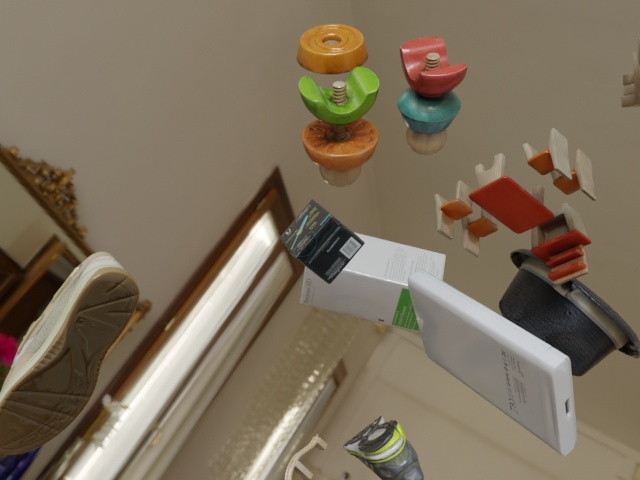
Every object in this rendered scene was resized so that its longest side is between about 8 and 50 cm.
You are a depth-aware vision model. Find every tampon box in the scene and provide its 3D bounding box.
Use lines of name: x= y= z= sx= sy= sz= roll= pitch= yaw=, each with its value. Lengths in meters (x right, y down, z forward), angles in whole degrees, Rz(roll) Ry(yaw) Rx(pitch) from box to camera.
tampon box: x=0.000 y=0.000 z=1.564 sx=0.101 sy=0.120 sz=0.161 roll=40 pitch=2 yaw=-22

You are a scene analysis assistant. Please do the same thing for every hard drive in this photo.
hard drive: x=0.309 y=0.215 z=1.321 sx=0.353 sy=0.047 sz=0.233 roll=33 pitch=-31 yaw=48

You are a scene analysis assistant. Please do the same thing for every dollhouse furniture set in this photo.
dollhouse furniture set: x=0.378 y=-0.038 z=1.299 sx=0.259 sy=0.135 sz=0.262 roll=30 pitch=-42 yaw=-31

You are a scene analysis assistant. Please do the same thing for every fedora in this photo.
fedora: x=0.501 y=0.172 z=1.529 sx=0.334 sy=0.152 sz=0.334 roll=43 pitch=0 yaw=0

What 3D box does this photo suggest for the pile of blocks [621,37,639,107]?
pile of blocks: x=0.588 y=-0.294 z=1.182 sx=0.149 sy=0.112 sz=0.362 roll=-3 pitch=5 yaw=18

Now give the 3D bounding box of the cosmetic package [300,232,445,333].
cosmetic package: x=0.141 y=0.107 z=1.982 sx=0.366 sy=0.155 sz=0.197 roll=12 pitch=-43 yaw=5

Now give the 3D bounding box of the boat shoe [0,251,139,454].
boat shoe: x=-0.361 y=0.154 z=0.991 sx=0.109 sy=0.302 sz=0.098 roll=30 pitch=4 yaw=-39

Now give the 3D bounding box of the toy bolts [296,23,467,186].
toy bolts: x=0.077 y=-0.189 z=1.005 sx=0.218 sy=0.229 sz=0.158 roll=-106 pitch=-170 yaw=-46

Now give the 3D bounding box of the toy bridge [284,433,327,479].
toy bridge: x=-0.045 y=0.528 z=1.659 sx=0.026 sy=0.188 sz=0.063 roll=-17 pitch=-56 yaw=45

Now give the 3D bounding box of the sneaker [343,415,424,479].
sneaker: x=0.128 y=0.440 z=1.466 sx=0.121 sy=0.111 sz=0.300 roll=54 pitch=-9 yaw=5
